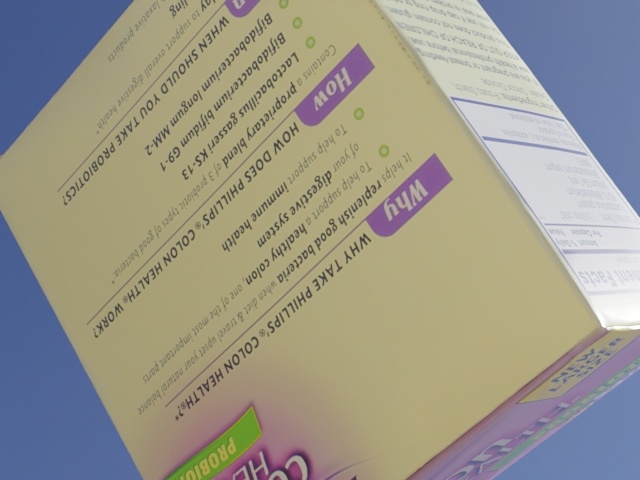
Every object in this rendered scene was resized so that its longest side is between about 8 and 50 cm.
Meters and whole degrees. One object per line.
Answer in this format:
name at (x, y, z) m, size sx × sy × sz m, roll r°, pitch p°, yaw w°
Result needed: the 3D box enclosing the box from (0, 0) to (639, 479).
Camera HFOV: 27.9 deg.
box at (0.000, 0.000, 0.565) m, size 0.213 × 0.243 × 0.117 m, roll -44°, pitch -24°, yaw 27°
